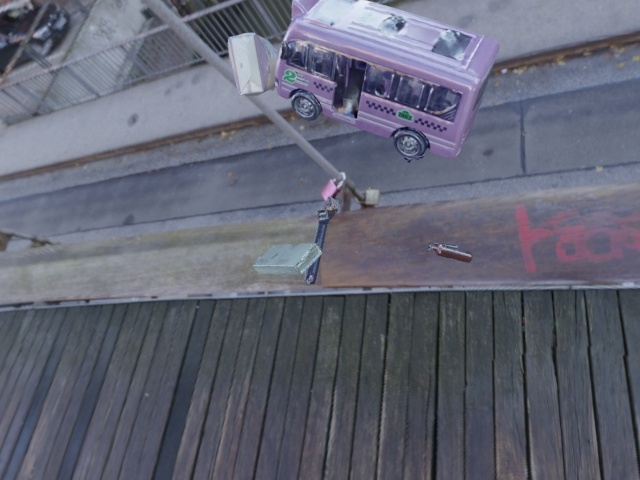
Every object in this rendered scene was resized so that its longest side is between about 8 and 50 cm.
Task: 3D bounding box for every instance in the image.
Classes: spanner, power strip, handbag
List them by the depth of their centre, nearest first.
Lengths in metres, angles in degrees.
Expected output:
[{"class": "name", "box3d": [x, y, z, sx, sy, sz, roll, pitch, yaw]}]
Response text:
[{"class": "power strip", "box3d": [-0.051, 0.026, 0.672, 0.136, 0.019, 0.051, -5, 38, 53]}, {"class": "handbag", "box3d": [-0.139, -0.364, 1.004, 0.095, 0.117, 0.173, -4, 19, 7]}, {"class": "spanner", "box3d": [0.000, 0.000, 1.109, 0.046, 0.012, 0.208, 14, 88, -3]}]

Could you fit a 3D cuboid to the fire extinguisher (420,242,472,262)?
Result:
[{"class": "fire extinguisher", "box3d": [0.254, 0.016, 0.974, 0.100, 0.032, 0.046, 14, 49, -8]}]

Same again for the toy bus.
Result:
[{"class": "toy bus", "box3d": [0.057, -0.162, 0.460, 0.199, 0.108, 0.096, 24, 56, 13]}]
